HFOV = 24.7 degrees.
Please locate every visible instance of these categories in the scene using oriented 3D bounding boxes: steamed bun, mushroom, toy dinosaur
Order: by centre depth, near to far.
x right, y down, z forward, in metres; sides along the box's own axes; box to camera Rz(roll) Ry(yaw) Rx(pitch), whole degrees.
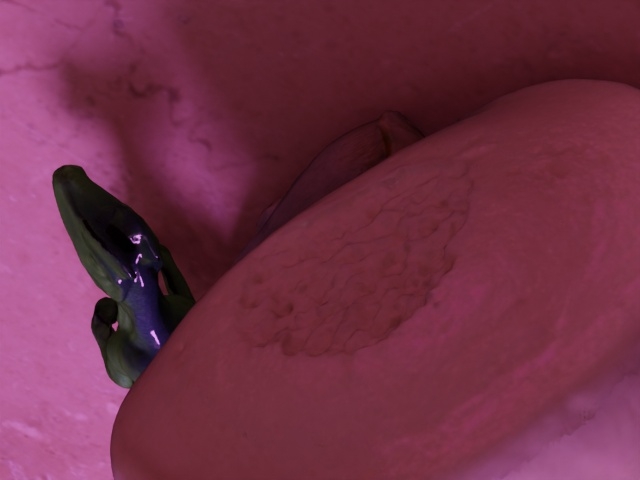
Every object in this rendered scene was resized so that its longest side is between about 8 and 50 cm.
[{"bbox_3d":[0.128,0.148,0.996,0.456,0.290,0.371,-38,125,-6],"label":"steamed bun"},{"bbox_3d":[-0.003,0.000,1.142,0.096,0.099,0.278,22,134,-12],"label":"mushroom"},{"bbox_3d":[-0.046,0.195,1.161,0.500,0.144,0.374,52,162,21],"label":"toy dinosaur"}]
